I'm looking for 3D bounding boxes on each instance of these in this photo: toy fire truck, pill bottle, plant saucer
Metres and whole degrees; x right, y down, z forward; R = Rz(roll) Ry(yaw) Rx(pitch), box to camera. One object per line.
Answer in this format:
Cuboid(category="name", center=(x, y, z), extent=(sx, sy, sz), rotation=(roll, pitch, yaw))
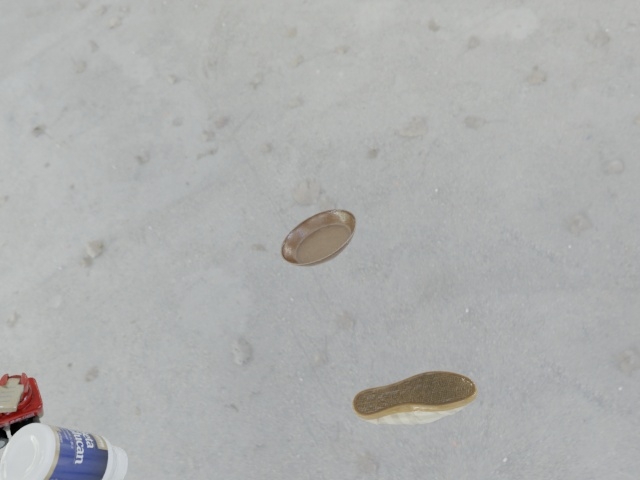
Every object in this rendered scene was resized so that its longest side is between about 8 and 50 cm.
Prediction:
Cuboid(category="toy fire truck", center=(-0.643, 0.322, 0.971), extent=(0.217, 0.246, 0.158), rotation=(-13, 55, -35))
Cuboid(category="pill bottle", center=(-0.376, 0.335, 0.778), extent=(0.094, 0.169, 0.094), rotation=(-12, 59, 20))
Cuboid(category="plant saucer", center=(0.000, 0.000, 1.234), extent=(0.199, 0.036, 0.198), rotation=(-20, 33, 14))

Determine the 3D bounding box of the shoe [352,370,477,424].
Cuboid(category="shoe", center=(0.168, 0.284, 0.918), extent=(0.219, 0.058, 0.076), rotation=(-12, 40, 11))
